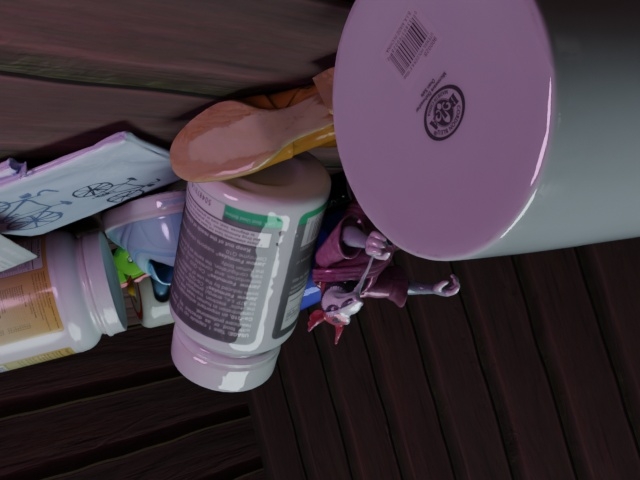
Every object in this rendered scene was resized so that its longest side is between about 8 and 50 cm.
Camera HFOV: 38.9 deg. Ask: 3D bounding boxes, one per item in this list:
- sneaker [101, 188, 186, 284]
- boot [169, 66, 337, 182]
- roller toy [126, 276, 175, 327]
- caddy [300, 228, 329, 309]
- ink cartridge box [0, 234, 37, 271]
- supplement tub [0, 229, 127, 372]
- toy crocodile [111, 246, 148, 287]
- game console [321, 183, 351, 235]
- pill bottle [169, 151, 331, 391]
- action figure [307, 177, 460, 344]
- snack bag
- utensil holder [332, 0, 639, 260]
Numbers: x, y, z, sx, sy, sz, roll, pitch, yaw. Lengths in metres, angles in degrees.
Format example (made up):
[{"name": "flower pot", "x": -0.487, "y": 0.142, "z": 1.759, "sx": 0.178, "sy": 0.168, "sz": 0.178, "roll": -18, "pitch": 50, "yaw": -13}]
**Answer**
[{"name": "sneaker", "x": -0.298, "y": 0.008, "z": 1.587, "sx": 0.135, "sy": 0.150, "sz": 0.366, "roll": -9, "pitch": 179, "yaw": -20}, {"name": "boot", "x": -0.035, "y": -0.144, "z": 1.231, "sx": 0.295, "sy": 0.104, "sz": 0.211, "roll": -22, "pitch": 170, "yaw": 18}, {"name": "roller toy", "x": -0.356, "y": 0.090, "z": 2.003, "sx": 0.146, "sy": 0.209, "sz": 0.191, "roll": -12, "pitch": 133, "yaw": -21}, {"name": "caddy", "x": -0.095, "y": 0.017, "z": 1.663, "sx": 0.179, "sy": 0.241, "sz": 0.341, "roll": -24, "pitch": -170, "yaw": 11}, {"name": "ink cartridge box", "x": -0.630, "y": 0.014, "z": 1.251, "sx": 0.385, "sy": 0.091, "sz": 0.308, "roll": -16, "pitch": 169, "yaw": -3}, {"name": "supplement tub", "x": -0.529, "y": 0.110, "z": 1.644, "sx": 0.316, "sy": 0.228, "sz": 0.228, "roll": -14, "pitch": 172, "yaw": -7}, {"name": "toy crocodile", "x": -0.426, "y": 0.059, "z": 1.821, "sx": 0.340, "sy": 0.105, "sz": 0.115, "roll": -15, "pitch": -165, "yaw": 9}, {"name": "game console", "x": 0.000, "y": 0.000, "z": 1.891, "sx": 0.293, "sy": 0.173, "sz": 0.250, "roll": -17, "pitch": -172, "yaw": 21}, {"name": "pill bottle", "x": -0.118, "y": 0.040, "z": 1.366, "sx": 0.204, "sy": 0.204, "sz": 0.361, "roll": -10, "pitch": 129, "yaw": -35}, {"name": "action figure", "x": 0.066, "y": -0.027, "z": 1.335, "sx": 0.275, "sy": 0.370, "sz": 0.248, "roll": 21, "pitch": 159, "yaw": 36}, {"name": "snack bag", "x": -0.364, "y": -0.080, "z": 1.312, "sx": 0.342, "sy": 0.037, "sz": 0.323, "roll": -19, "pitch": 173, "yaw": 11}, {"name": "utensil holder", "x": 0.254, "y": -0.146, "z": 0.950, "sx": 0.385, "sy": 0.328, "sz": 0.327, "roll": -8, "pitch": 170, "yaw": -36}]
